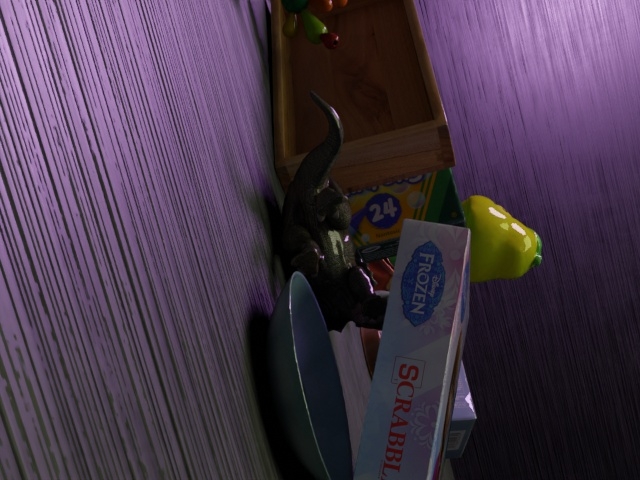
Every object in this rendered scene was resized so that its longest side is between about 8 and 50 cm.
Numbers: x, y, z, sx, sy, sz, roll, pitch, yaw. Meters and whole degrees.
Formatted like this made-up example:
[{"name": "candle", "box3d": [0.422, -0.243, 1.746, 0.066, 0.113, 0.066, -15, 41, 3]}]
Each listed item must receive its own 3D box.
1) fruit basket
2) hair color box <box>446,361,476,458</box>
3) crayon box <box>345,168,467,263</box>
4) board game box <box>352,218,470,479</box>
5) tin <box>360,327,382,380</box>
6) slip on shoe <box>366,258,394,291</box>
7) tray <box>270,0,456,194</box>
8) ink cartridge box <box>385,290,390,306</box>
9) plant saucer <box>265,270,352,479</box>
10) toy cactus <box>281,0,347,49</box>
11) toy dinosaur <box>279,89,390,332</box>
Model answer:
[{"name": "fruit basket", "box3d": [0.242, -0.033, 1.633, 0.392, 0.392, 0.283, 46, 31, -75]}, {"name": "hair color box", "box3d": [0.248, 0.288, 1.865, 0.185, 0.113, 0.374, 95, -9, -49]}, {"name": "crayon box", "box3d": [0.070, -0.136, 1.156, 0.083, 0.203, 0.323, 57, 20, -67]}, {"name": "board game box", "box3d": [0.096, 0.181, 0.824, 0.319, 0.066, 0.318, 62, 39, -70]}, {"name": "tin", "box3d": [0.097, 0.172, 1.441, 0.190, 0.040, 0.106, -90, 160, -61]}, {"name": "slip on shoe", "box3d": [0.049, -0.067, 1.275, 0.123, 0.101, 0.331, 12, 63, -80]}, {"name": "tray", "box3d": [0.042, -0.226, 1.084, 0.411, 0.202, 0.076, -95, 168, -44]}, {"name": "ink cartridge box", "box3d": [0.201, 0.090, 1.851, 0.065, 0.165, 0.333, 68, 10, -49]}, {"name": "plant saucer", "box3d": [-0.014, 0.125, 0.698, 0.195, 0.037, 0.195, -14, 90, -83]}, {"name": "toy cactus", "box3d": [-0.058, -0.350, 1.051, 0.219, 0.112, 0.180, 49, -2, -32]}, {"name": "toy dinosaur", "box3d": [0.000, 0.000, 0.858, 0.160, 0.121, 0.314, -117, -175, -68]}]
